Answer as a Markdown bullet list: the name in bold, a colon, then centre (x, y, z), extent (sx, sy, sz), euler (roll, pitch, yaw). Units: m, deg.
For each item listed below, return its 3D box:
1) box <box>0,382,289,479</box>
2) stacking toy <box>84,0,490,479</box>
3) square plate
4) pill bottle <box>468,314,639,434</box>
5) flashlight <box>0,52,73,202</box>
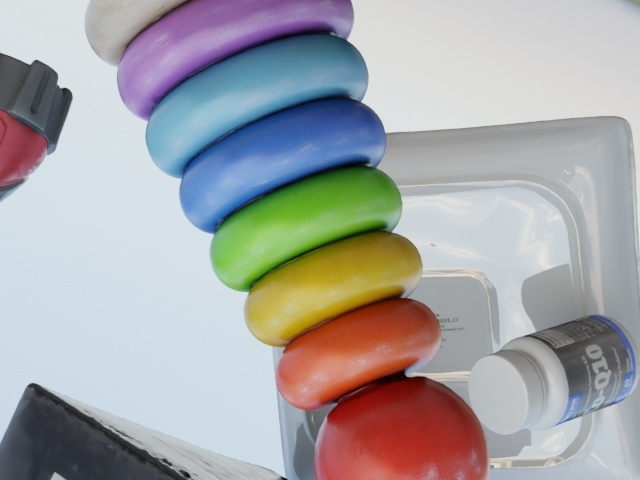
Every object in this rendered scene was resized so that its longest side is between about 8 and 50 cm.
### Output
- **box**: centre (-0.091, 0.279, 1.556), extent (0.294, 0.182, 0.296), euler (25, 179, -40)
- **stacking toy**: centre (0.000, 0.000, 0.988), extent (0.141, 0.141, 0.330), euler (2, -118, -66)
- **square plate**: centre (0.111, 0.072, 1.675), extent (0.347, 0.344, 0.049), euler (-3, -166, 17)
- **pill bottle**: centre (0.189, 0.110, 1.548), extent (0.137, 0.078, 0.078), euler (-14, -145, -41)
- **flashlight**: centre (-0.267, 0.014, 1.314), extent (0.103, 0.304, 0.103), euler (3, 158, 42)
